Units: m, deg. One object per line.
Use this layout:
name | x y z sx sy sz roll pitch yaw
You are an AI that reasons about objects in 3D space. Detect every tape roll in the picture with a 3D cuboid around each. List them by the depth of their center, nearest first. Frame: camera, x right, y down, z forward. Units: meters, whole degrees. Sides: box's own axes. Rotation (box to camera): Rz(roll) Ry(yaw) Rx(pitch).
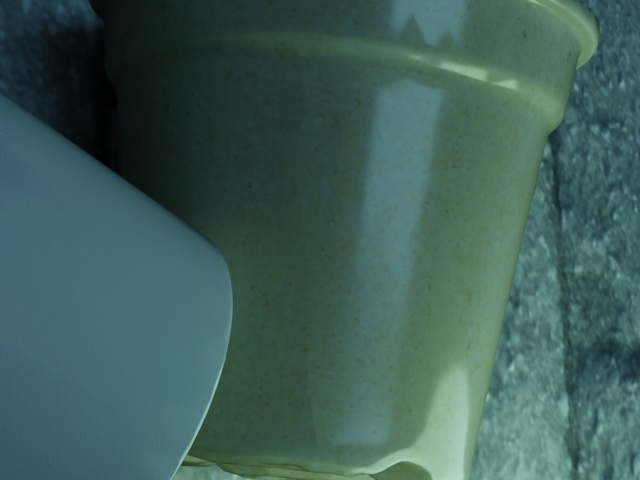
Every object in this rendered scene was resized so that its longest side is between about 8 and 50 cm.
tape roll | -0.190 0.055 1.000 0.169 0.246 0.246 36 53 -31

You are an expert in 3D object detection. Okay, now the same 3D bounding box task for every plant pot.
plant pot | 0.000 0.000 1.197 0.334 0.334 0.305 14 77 -43
